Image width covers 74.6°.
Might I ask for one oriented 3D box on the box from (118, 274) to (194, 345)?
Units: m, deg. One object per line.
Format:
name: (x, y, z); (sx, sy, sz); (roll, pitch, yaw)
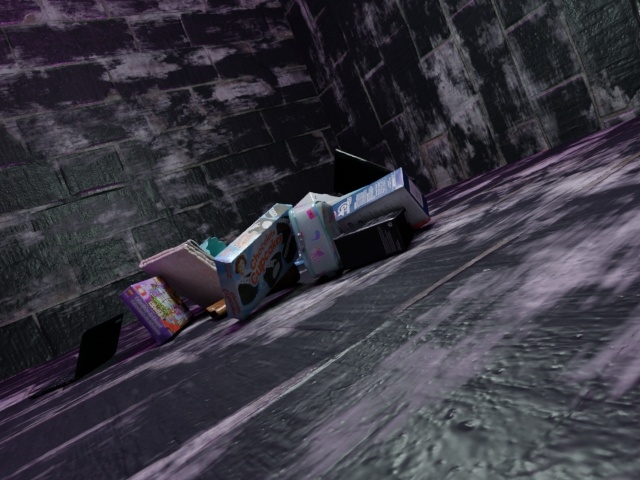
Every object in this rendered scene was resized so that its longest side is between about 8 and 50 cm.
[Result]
box: (-0.545, 0.226, 1.431); (0.057, 0.201, 0.293); (-39, 4, -2)

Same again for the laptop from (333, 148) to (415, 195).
laptop: (0.281, -0.270, 1.981); (0.236, 0.381, 0.408); (-53, -23, -32)

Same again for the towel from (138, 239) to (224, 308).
towel: (-0.465, 0.140, 1.585); (0.316, 0.332, 0.054); (-20, 40, 36)

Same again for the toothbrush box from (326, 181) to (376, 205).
toothbrush box: (0.131, -0.081, 1.703); (0.295, 0.217, 0.126); (-23, 2, -10)

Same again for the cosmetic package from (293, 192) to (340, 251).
cosmetic package: (-0.066, -0.059, 2.049); (0.217, 0.156, 0.385); (2, -30, -43)

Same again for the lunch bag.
lunch bag: (0.000, 0.000, 1.269); (0.107, 0.224, 0.279); (-17, -2, 12)

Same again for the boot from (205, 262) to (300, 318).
boot: (-0.224, 0.156, 1.369); (0.280, 0.096, 0.264); (-28, 8, -33)

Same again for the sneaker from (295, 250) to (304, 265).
sneaker: (-0.078, 0.061, 2.004); (0.221, 0.087, 0.083); (-23, 2, -9)

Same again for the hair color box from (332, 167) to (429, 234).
hair color box: (0.176, -0.088, 1.449); (0.347, 0.174, 0.105); (-27, 38, 29)

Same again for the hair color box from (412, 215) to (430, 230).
hair color box: (0.328, -0.067, 1.545); (0.093, 0.054, 0.167); (-20, 5, 40)

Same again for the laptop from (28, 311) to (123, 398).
laptop: (-0.806, 0.377, 1.406); (0.264, 0.137, 0.234); (-23, 2, 6)

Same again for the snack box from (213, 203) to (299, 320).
snack box: (-0.164, 0.049, 1.178); (0.060, 0.187, 0.322); (9, 34, 23)

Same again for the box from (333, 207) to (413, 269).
box: (0.168, -0.011, 1.256); (0.184, 0.103, 0.261); (-17, 5, 20)

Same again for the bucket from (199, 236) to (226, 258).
bucket: (-0.485, 0.146, 1.875); (0.183, 0.281, 0.281); (-31, 1, 10)
